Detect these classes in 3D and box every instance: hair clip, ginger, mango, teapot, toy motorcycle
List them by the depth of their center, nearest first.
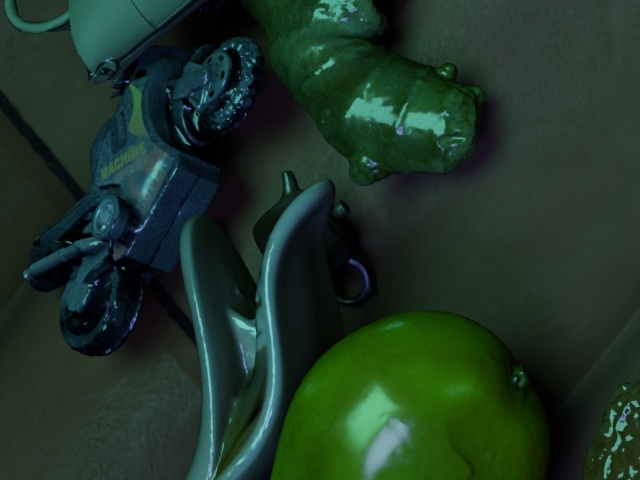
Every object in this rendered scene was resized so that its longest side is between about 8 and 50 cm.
[{"bbox_3d":[0.057,0.178,1.298,0.149,0.185,0.273,-118,42,-69],"label":"mango"},{"bbox_3d":[-0.044,0.093,1.373,0.113,0.172,0.282,3,97,19],"label":"hair clip"},{"bbox_3d":[0.000,0.000,1.448,0.068,0.076,0.121,-41,86,17],"label":"teapot"},{"bbox_3d":[0.028,-0.157,1.458,0.137,0.089,0.290,-25,55,0],"label":"ginger"},{"bbox_3d":[-0.147,-0.052,1.548,0.307,0.108,0.173,-58,37,14],"label":"toy motorcycle"}]

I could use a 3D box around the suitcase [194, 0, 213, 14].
[{"bbox_3d":[-0.115,-0.268,1.606,0.086,0.059,0.126,24,93,37],"label":"suitcase"}]

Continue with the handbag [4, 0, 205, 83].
[{"bbox_3d":[-0.143,-0.264,1.545,0.315,0.109,0.241,-36,50,33],"label":"handbag"}]

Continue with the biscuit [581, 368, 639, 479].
[{"bbox_3d":[0.270,0.169,1.222,0.226,0.042,0.226,-9,75,36],"label":"biscuit"}]
